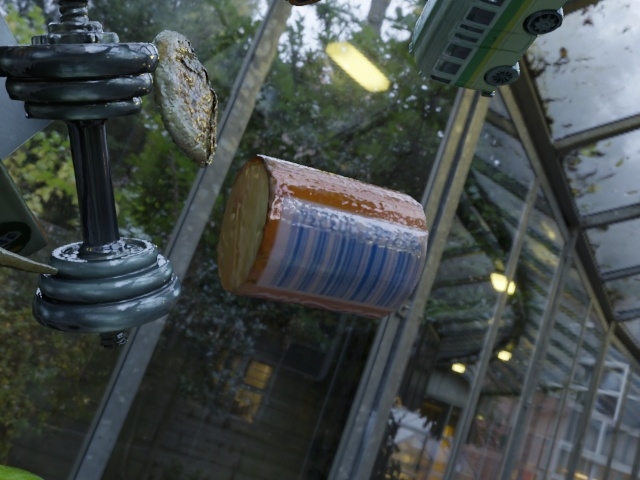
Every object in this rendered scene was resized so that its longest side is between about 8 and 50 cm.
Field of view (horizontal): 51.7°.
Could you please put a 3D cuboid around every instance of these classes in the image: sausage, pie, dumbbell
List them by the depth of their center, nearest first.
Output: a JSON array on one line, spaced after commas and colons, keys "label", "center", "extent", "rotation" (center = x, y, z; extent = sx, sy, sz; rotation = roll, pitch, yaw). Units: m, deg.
[{"label": "dumbbell", "center": [-0.263, -0.066, 0.768], "extent": [0.179, 0.406, 0.179], "rotation": [-1, 15, 0]}, {"label": "sausage", "center": [0.000, 0.000, 1.105], "extent": [0.287, 0.233, 0.233], "rotation": [11, -9, -25]}, {"label": "pie", "center": [-0.264, -0.278, 1.312], "extent": [0.055, 0.274, 0.274], "rotation": [-13, -22, 10]}]

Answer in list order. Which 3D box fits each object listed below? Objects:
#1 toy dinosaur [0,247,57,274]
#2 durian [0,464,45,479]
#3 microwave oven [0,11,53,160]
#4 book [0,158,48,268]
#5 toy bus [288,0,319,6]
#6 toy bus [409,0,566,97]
[{"label": "toy dinosaur", "center": [-0.222, -0.008, 0.296], "extent": [0.162, 0.126, 0.039], "rotation": [63, -5, -36]}, {"label": "durian", "center": [-0.287, 0.295, 0.487], "extent": [0.256, 0.204, 0.339], "rotation": [57, 3, -23]}, {"label": "microwave oven", "center": [-0.647, -0.292, 0.953], "extent": [0.236, 0.374, 0.432], "rotation": [-7, -59, 19]}, {"label": "book", "center": [-0.404, -0.012, 0.580], "extent": [0.043, 0.260, 0.371], "rotation": [63, -18, 12]}, {"label": "toy bus", "center": [-0.034, -0.339, 0.667], "extent": [0.194, 0.083, 0.088], "rotation": [63, -6, 13]}, {"label": "toy bus", "center": [0.245, -0.342, 0.965], "extent": [0.165, 0.133, 0.276], "rotation": [4, -22, -10]}]
